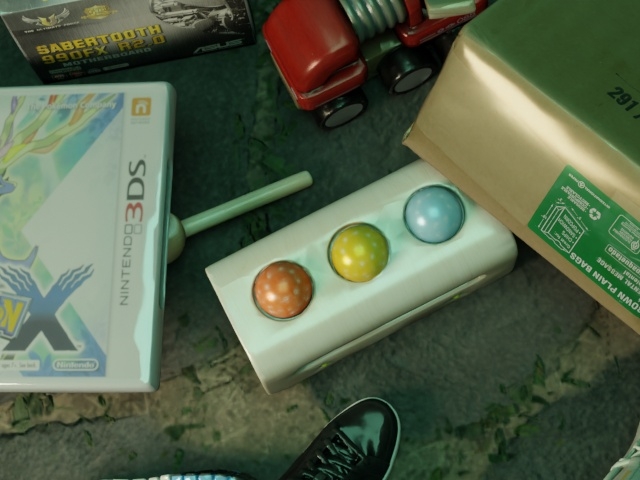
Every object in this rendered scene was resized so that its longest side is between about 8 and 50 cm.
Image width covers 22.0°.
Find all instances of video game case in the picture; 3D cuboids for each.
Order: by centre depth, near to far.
[{"bbox_3d":[-0.306,-0.004,1.582,0.328,0.036,0.300,-1,75,11],"label":"video game case"}]

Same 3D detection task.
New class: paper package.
[{"bbox_3d":[0.296,-0.112,1.518,0.325,0.168,0.309,40,53,13],"label":"paper package"}]

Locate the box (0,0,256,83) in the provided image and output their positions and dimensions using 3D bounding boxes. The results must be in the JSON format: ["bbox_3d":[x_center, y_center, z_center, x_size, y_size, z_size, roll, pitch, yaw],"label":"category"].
[{"bbox_3d":[-0.187,-0.231,1.632,0.231,0.183,0.056,-11,74,0],"label":"box"}]

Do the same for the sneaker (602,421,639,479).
[{"bbox_3d":[0.306,0.211,1.481,0.099,0.121,0.262,-10,55,40],"label":"sneaker"}]

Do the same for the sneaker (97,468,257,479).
[{"bbox_3d":[-0.147,0.261,1.559,0.190,0.071,0.083,-8,80,10],"label":"sneaker"}]

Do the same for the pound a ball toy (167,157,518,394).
[{"bbox_3d":[0.000,0.000,1.579,0.319,0.136,0.208,-26,75,-4],"label":"pound a ball toy"}]

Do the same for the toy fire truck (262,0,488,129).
[{"bbox_3d":[0.063,-0.214,1.575,0.217,0.246,0.159,-26,74,-4],"label":"toy fire truck"}]

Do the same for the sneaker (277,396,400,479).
[{"bbox_3d":[-0.001,0.231,1.523,0.079,0.121,0.217,38,80,12],"label":"sneaker"}]
